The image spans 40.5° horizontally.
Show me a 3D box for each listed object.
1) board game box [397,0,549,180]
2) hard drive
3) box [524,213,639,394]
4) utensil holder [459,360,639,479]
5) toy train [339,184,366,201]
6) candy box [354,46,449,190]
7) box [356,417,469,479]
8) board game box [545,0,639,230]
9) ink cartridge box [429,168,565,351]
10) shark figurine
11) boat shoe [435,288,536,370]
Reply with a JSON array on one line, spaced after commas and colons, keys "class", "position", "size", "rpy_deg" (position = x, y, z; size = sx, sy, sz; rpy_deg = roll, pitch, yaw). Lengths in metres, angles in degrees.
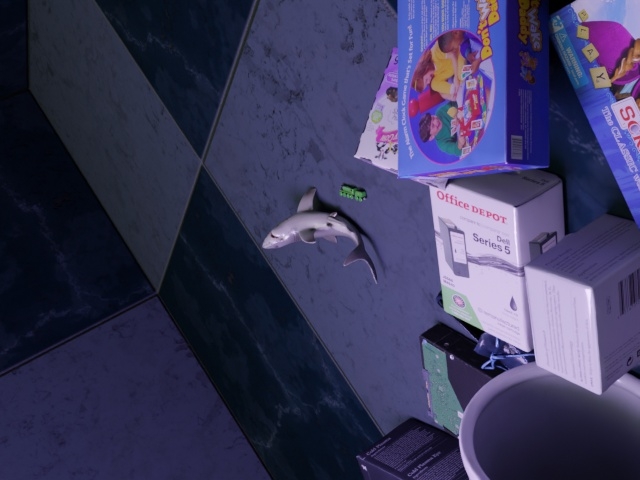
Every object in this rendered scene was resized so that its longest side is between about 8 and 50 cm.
[{"class": "board game box", "position": [0.205, -0.266, 1.206], "size": [0.233, 0.078, 0.347], "rpy_deg": [-1, 88, 58]}, {"class": "hard drive", "position": [0.338, 0.331, 1.699], "size": [0.339, 0.064, 0.237], "rpy_deg": [27, 137, 46]}, {"class": "box", "position": [0.402, 0.086, 1.238], "size": [0.119, 0.181, 0.182], "rpy_deg": [24, 135, 51]}, {"class": "utensil holder", "position": [0.408, 0.441, 1.407], "size": [0.327, 0.327, 0.386], "rpy_deg": [29, 142, 46]}, {"class": "toy train", "position": [0.067, -0.100, 1.817], "size": [0.083, 0.017, 0.024], "rpy_deg": [21, 123, 52]}, {"class": "candy box", "position": [0.160, -0.199, 1.401], "size": [0.165, 0.070, 0.196], "rpy_deg": [26, 98, 47]}, {"class": "box", "position": [0.280, 0.618, 1.934], "size": [0.312, 0.179, 0.343], "rpy_deg": [11, 124, 55]}, {"class": "board game box", "position": [0.450, -0.188, 1.029], "size": [0.319, 0.066, 0.318], "rpy_deg": [63, 153, -3]}, {"class": "ink cartridge box", "position": [0.294, 0.015, 1.427], "size": [0.198, 0.114, 0.273], "rpy_deg": [26, 136, 49]}, {"class": "shark figurine", "position": [0.027, -0.009, 1.918], "size": [0.278, 0.166, 0.116], "rpy_deg": [15, 156, 33]}, {"class": "boat shoe", "position": [0.310, 0.183, 1.583], "size": [0.258, 0.089, 0.109], "rpy_deg": [45, 148, 29]}]
